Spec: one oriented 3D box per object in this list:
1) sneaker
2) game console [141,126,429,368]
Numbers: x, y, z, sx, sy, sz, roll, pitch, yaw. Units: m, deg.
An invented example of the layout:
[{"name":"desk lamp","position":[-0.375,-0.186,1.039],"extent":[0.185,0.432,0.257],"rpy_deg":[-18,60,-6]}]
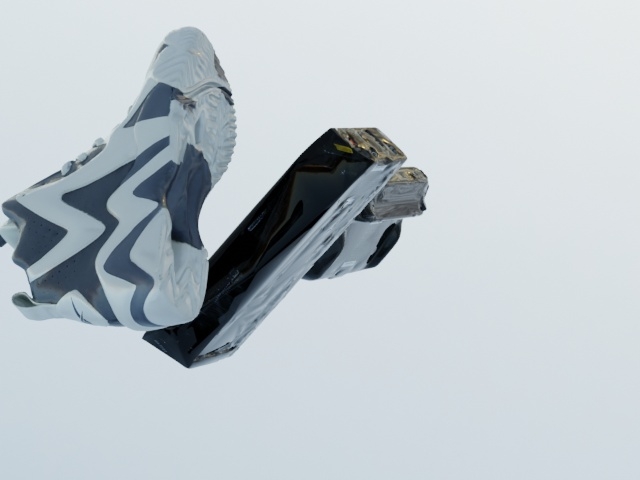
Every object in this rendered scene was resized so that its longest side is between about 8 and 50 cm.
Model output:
[{"name":"sneaker","position":[-0.147,-0.039,1.318],"extent":[0.153,0.094,0.235],"rpy_deg":[-8,-121,20]},{"name":"game console","position":[0.000,0.000,1.546],"extent":[0.044,0.213,0.361],"rpy_deg":[45,-165,11]}]
